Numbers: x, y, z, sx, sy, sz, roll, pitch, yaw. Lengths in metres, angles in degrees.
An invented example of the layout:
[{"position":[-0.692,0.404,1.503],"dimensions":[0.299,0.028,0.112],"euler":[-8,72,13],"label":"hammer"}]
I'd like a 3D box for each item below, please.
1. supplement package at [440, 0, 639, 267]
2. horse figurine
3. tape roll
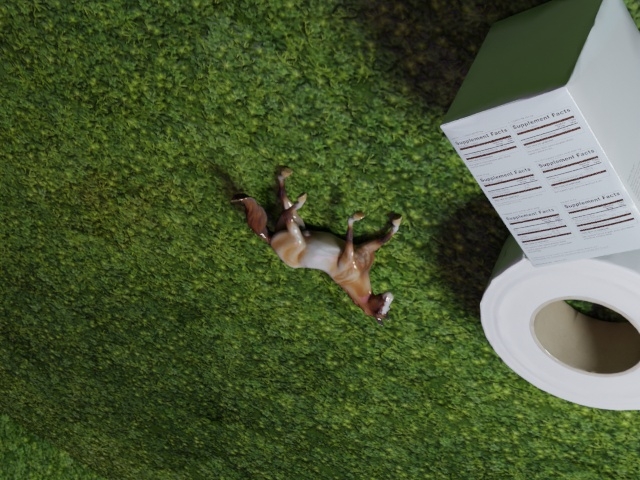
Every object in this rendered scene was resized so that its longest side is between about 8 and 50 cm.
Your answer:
[{"position":[0.261,-0.118,1.114],"dimensions":[0.149,0.194,0.203],"euler":[-14,124,41],"label":"supplement package"},{"position":[0.000,0.000,1.517],"dimensions":[0.263,0.066,0.174],"euler":[22,135,7],"label":"horse figurine"},{"position":[0.350,0.088,1.361],"dimensions":[0.286,0.100,0.286],"euler":[18,141,16],"label":"tape roll"}]
